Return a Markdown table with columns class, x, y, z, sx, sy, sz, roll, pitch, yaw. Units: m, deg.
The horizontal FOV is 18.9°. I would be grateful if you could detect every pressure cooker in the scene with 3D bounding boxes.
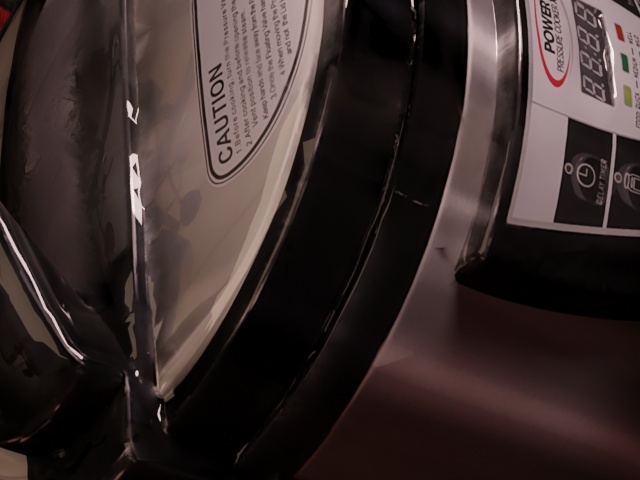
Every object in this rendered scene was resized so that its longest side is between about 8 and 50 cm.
| class | x | y | z | sx | sy | sz | roll | pitch | yaw |
| --- | --- | --- | --- | --- | --- | --- | --- | --- | --- |
| pressure cooker | -0.004 | 0.004 | 0.937 | 0.370 | 0.420 | 0.376 | 28 | 94 | 57 |
